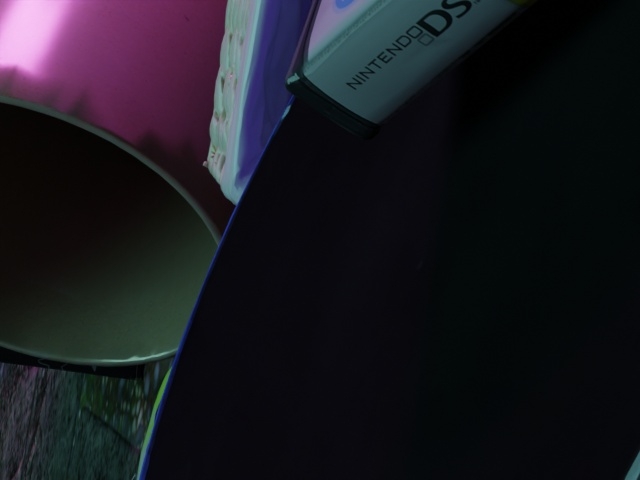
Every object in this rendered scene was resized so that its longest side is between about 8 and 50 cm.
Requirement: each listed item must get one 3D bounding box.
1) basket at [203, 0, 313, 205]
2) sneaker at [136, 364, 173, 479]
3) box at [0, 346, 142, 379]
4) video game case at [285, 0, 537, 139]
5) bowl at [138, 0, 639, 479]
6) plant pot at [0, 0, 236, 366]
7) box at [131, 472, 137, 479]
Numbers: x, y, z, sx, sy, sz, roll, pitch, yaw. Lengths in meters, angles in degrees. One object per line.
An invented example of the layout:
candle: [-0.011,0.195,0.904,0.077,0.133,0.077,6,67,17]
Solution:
basket: [0.017,-0.092,0.843,0.103,0.113,0.167,-149,68,-76]
sneaker: [-0.063,0.152,1.022,0.097,0.084,0.234,131,144,-58]
box: [-0.253,-0.001,1.429,0.142,0.247,0.163,-152,72,-71]
video game case: [0.099,-0.189,0.537,0.248,0.035,0.275,-38,28,47]
bowl: [0.053,0.020,0.552,0.391,0.077,0.391,-52,23,33]
plant pot: [-0.144,-0.106,1.196,0.256,0.256,0.274,123,166,-53]
box: [-0.143,0.283,1.147,0.183,0.056,0.231,-64,-6,-57]
